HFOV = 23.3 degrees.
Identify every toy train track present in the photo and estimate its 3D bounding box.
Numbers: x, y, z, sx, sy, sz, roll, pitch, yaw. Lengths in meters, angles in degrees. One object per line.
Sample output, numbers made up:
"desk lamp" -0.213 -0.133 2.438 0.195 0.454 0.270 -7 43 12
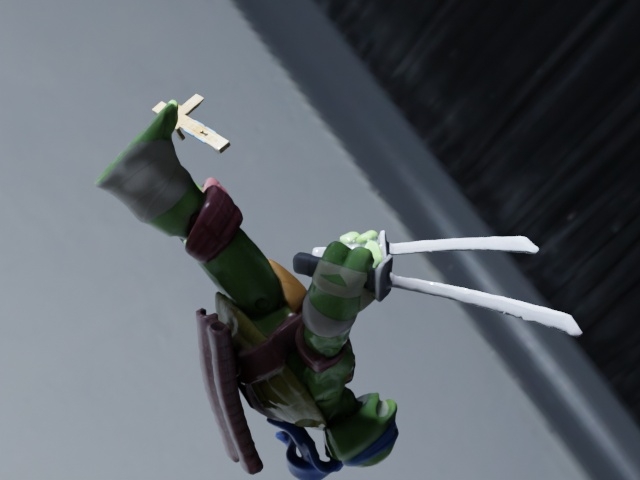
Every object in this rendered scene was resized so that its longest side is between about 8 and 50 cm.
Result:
"toy train track" -0.090 -0.078 1.101 0.048 0.014 0.083 -42 44 -17

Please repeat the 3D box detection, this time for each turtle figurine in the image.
"turtle figurine" 0.000 0.000 1.013 0.266 0.274 0.198 44 33 -8
